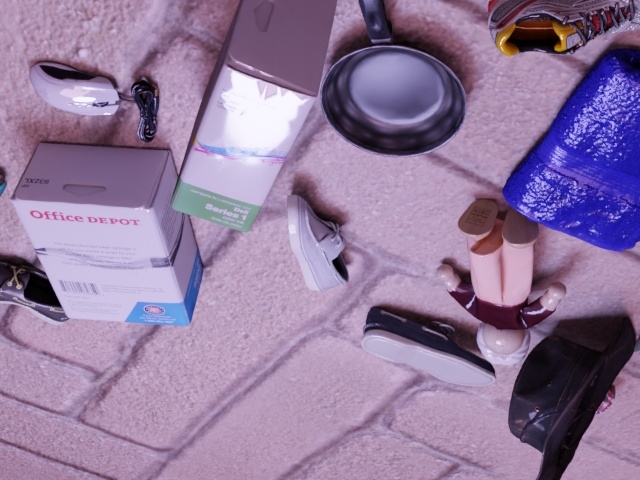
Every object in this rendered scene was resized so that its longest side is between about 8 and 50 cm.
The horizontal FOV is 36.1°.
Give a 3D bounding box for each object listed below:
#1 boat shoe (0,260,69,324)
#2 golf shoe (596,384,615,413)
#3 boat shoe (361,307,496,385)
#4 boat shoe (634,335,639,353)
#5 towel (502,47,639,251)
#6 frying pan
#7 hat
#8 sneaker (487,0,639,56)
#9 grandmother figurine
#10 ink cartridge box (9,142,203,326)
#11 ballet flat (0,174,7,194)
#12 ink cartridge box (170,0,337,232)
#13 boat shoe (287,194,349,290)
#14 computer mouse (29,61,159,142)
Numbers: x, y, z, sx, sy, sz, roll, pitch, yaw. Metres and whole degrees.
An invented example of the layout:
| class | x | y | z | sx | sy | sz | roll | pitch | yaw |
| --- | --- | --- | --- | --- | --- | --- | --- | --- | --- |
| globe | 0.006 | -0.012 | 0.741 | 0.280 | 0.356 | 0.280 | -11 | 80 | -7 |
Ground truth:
| class | x | y | z | sx | sy | sz | roll | pitch | yaw |
| --- | --- | --- | --- | --- | --- | --- | --- | --- | --- |
| boat shoe | -0.542 | 0.081 | 1.788 | 0.227 | 0.081 | 0.068 | 28 | 136 | -31 |
| golf shoe | 0.462 | 0.308 | 1.839 | 0.086 | 0.067 | 0.186 | 27 | 129 | -11 |
| boat shoe | 0.195 | 0.190 | 1.742 | 0.254 | 0.079 | 0.095 | 17 | 144 | -4 |
| boat shoe | 0.572 | 0.154 | 1.630 | 0.042 | 0.049 | 0.133 | 28 | 135 | -8 |
| towel | 0.409 | -0.106 | 1.325 | 0.227 | 0.076 | 0.308 | 17 | 141 | -9 |
| frying pan | 0.062 | -0.228 | 1.277 | 0.197 | 0.053 | 0.326 | -17 | 132 | 31 |
| hat | 0.399 | 0.256 | 1.660 | 0.134 | 0.331 | 0.331 | 29 | 150 | 28 |
| sneaker | 0.309 | -0.256 | 1.149 | 0.225 | 0.093 | 0.088 | -6 | 139 | 20 |
| grandmother figurine | 0.284 | 0.083 | 1.571 | 0.207 | 0.104 | 0.342 | 21 | 147 | 30 |
| ink cartridge box | -0.331 | -0.004 | 1.586 | 0.223 | 0.129 | 0.307 | 4 | 141 | 9 |
| ballet flat | -0.588 | -0.052 | 1.645 | 0.079 | 0.077 | 0.221 | 38 | 138 | -2 |
| ink cartridge box | -0.087 | -0.177 | 1.254 | 0.117 | 0.201 | 0.278 | 19 | 140 | -11 |
| boat shoe | 0.000 | 0.001 | 1.566 | 0.081 | 0.079 | 0.227 | -8 | 144 | 9 |
| computer mouse | -0.327 | -0.202 | 1.410 | 0.193 | 0.042 | 0.106 | 13 | 143 | -3 |
